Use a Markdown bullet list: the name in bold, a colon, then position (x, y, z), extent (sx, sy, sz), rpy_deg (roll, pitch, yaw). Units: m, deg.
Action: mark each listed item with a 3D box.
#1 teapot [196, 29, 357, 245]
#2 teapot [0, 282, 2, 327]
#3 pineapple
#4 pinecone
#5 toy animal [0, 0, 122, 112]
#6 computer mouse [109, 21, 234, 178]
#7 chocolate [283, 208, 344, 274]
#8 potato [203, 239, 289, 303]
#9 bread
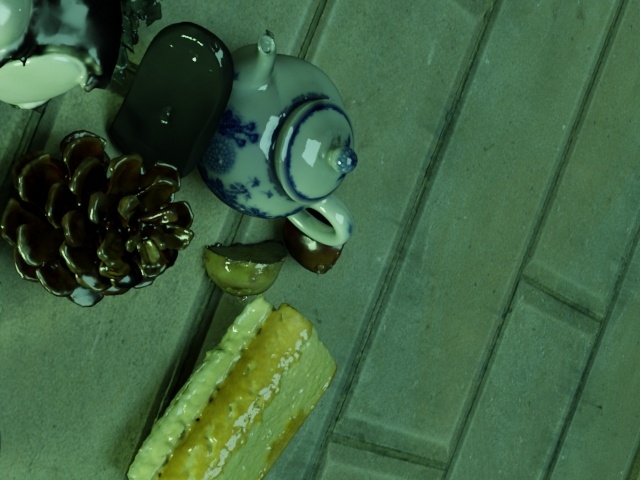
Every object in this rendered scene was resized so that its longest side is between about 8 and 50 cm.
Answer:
- **teapot**: position (-0.051, -0.149, 1.921), extent (0.252, 0.280, 0.424), rpy_deg (-46, 135, -25)
- **teapot**: position (-0.466, 0.053, 1.689), extent (0.107, 0.077, 0.200), rpy_deg (-14, 114, -59)
- **pineapple**: position (-0.258, -0.339, 1.745), extent (0.128, 0.128, 0.248), rpy_deg (27, 87, -50)
- **pinecone**: position (-0.296, -0.033, 1.698), extent (0.244, 0.309, 0.244), rpy_deg (6, 80, -39)
- **toy animal**: position (-0.417, -0.280, 1.508), extent (0.310, 0.251, 0.251), rpy_deg (15, 93, -51)
- **computer mouse**: position (-0.199, -0.208, 1.796), extent (0.270, 0.137, 0.086), rpy_deg (-57, -179, 40)
- **chocolate**: position (0.000, 0.000, 2.159), extent (0.124, 0.127, 0.133), rpy_deg (-28, 145, -28)
- **potato**: position (-0.108, 0.057, 2.081), extent (0.172, 0.100, 0.089), rpy_deg (-5, 113, -51)
- **bread**: position (-0.134, 0.290, 2.069), extent (0.375, 0.165, 0.236), rpy_deg (-55, 154, -16)
